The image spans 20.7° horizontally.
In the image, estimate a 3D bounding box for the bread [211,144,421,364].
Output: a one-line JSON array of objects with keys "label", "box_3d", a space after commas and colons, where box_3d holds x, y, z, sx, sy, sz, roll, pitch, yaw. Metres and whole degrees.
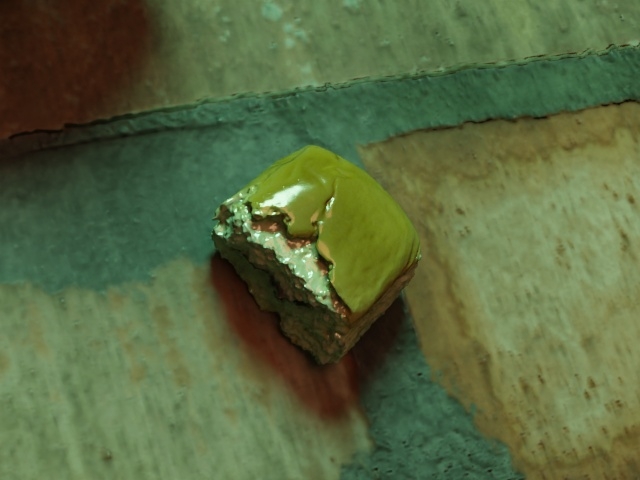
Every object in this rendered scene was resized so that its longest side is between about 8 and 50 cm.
[{"label": "bread", "box_3d": [0.001, 0.001, 1.121, 0.125, 0.082, 0.106, 45, 66, -2]}]
